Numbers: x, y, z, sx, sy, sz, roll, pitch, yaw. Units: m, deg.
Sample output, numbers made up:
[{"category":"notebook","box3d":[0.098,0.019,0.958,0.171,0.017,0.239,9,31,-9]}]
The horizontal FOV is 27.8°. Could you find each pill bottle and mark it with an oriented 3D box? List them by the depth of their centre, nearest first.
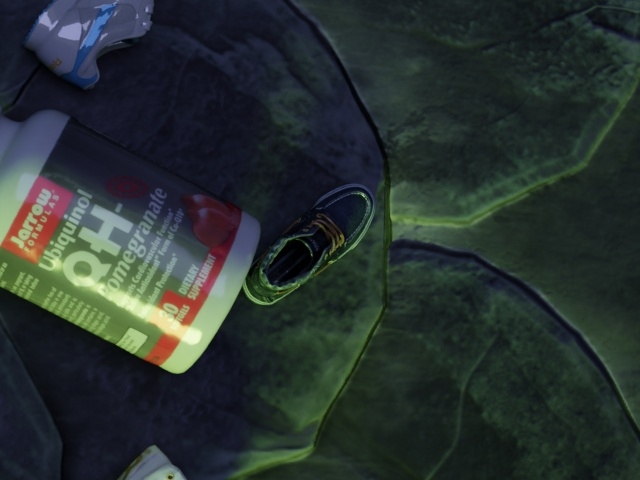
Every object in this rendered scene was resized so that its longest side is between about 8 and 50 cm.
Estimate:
[{"category":"pill bottle","box3d":[-0.233,-0.017,1.245,0.318,0.176,0.176,28,72,-11]}]

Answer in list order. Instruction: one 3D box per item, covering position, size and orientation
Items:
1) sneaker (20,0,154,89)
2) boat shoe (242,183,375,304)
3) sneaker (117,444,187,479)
[{"category":"sneaker","box3d":[-0.209,-0.260,1.362,0.092,0.087,0.229,42,77,-13]},{"category":"boat shoe","box3d":[0.000,0.000,1.367,0.183,0.083,0.065,-42,93,-21]},{"category":"sneaker","box3d":[-0.226,0.256,1.238,0.292,0.108,0.169,37,69,-18]}]
